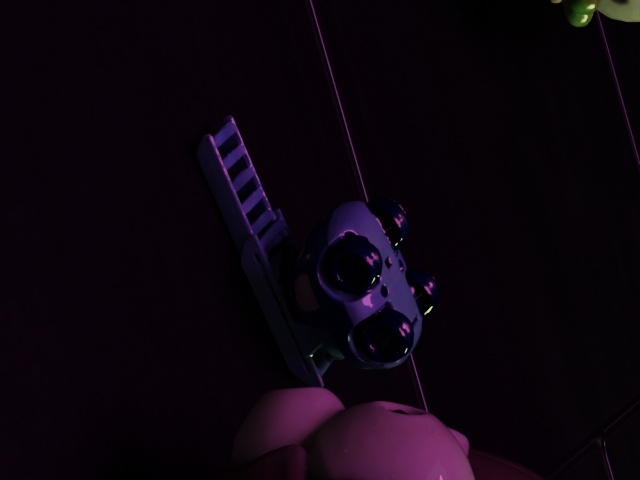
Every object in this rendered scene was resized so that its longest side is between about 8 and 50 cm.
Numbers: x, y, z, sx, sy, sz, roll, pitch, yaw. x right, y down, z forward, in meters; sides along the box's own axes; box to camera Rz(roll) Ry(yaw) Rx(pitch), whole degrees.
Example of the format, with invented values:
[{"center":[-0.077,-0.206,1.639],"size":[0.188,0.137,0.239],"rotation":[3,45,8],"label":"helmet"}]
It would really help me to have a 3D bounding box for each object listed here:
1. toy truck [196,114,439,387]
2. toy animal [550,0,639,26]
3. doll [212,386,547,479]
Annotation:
[{"center":[0.000,0.000,0.838],"size":[0.136,0.074,0.063],"rotation":[68,28,-15],"label":"toy truck"},{"center":[0.193,-0.274,1.196],"size":[0.247,0.183,0.310],"rotation":[-44,118,-21],"label":"toy animal"},{"center":[0.038,0.135,0.735],"size":[0.257,0.182,0.117],"rotation":[28,72,-54],"label":"doll"}]
